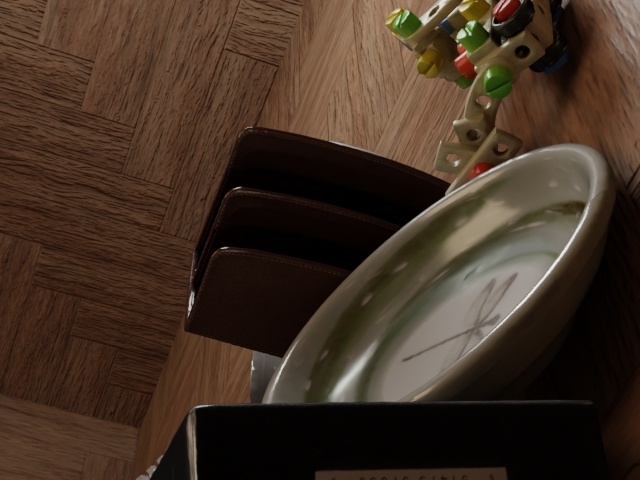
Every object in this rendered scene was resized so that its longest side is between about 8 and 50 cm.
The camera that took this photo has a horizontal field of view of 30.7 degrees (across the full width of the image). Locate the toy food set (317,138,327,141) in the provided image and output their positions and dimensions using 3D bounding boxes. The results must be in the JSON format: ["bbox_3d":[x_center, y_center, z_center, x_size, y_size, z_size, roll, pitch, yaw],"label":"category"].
[{"bbox_3d":[0.003,-0.078,1.988,0.232,0.111,0.104,125,157,-70],"label":"toy food set"}]

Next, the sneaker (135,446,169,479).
[{"bbox_3d":[-0.256,0.496,2.168,0.321,0.180,0.124,-46,17,3],"label":"sneaker"}]

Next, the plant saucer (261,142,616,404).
[{"bbox_3d":[0.121,0.077,1.072,0.400,0.100,0.400,-38,14,11],"label":"plant saucer"}]

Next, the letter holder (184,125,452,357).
[{"bbox_3d":[0.023,0.020,1.326,0.152,0.302,0.214,-94,24,-58],"label":"letter holder"}]

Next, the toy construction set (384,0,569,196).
[{"bbox_3d":[0.174,-0.202,1.303,0.215,0.151,0.327,-36,40,30],"label":"toy construction set"}]

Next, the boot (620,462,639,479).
[{"bbox_3d":[0.231,0.213,0.788,0.087,0.042,0.118,165,119,-69],"label":"boot"}]

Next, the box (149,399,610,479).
[{"bbox_3d":[0.015,0.277,0.906,0.395,0.294,0.212,121,147,-62],"label":"box"}]

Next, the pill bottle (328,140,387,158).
[{"bbox_3d":[0.032,-0.050,1.833,0.108,0.108,0.193,-157,84,-78],"label":"pill bottle"}]

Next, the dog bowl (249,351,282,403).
[{"bbox_3d":[-0.053,0.315,1.572,0.349,0.102,0.348,-177,90,-88],"label":"dog bowl"}]
